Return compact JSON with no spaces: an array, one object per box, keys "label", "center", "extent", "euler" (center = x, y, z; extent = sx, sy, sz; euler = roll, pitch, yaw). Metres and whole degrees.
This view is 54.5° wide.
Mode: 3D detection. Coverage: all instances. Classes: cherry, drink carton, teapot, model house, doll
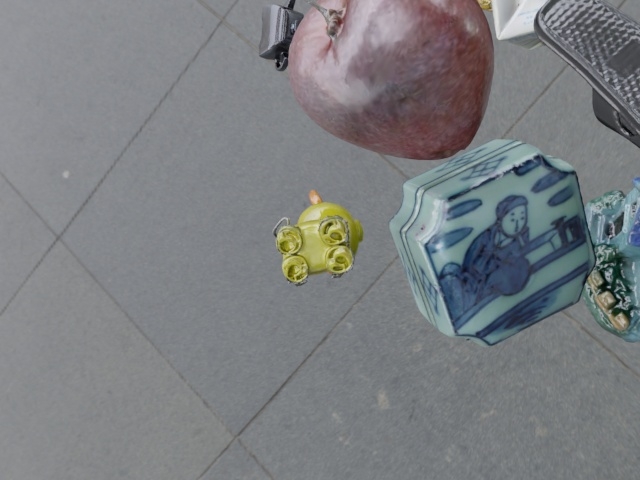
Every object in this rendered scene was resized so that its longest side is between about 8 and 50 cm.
[{"label":"cherry","center":[0.101,-0.227,0.809],"extent":[0.261,0.307,0.221],"euler":[-21,41,47]},{"label":"drink carton","center":[0.380,-0.447,1.078],"extent":[0.132,0.325,0.194],"euler":[-5,100,28]},{"label":"teapot","center":[-0.076,-0.470,1.398],"extent":[0.096,0.087,0.177],"euler":[4,88,57]},{"label":"model house","center":[0.648,0.025,1.132],"extent":[0.252,0.329,0.294],"euler":[14,76,6]},{"label":"doll","center":[0.000,0.000,0.960],"extent":[0.136,0.221,0.142],"euler":[-14,100,3]}]

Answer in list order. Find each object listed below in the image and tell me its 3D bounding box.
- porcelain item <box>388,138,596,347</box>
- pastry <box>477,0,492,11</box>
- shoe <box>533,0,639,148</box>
[{"label":"porcelain item","center":[0.274,0.005,0.984],"extent":[0.282,0.157,0.285],"euler":[-24,111,-10]},{"label":"pastry","center":[0.493,-0.673,1.684],"extent":[0.250,0.102,0.154],"euler":[11,100,9]},{"label":"shoe","center":[0.210,-0.107,0.425],"extent":[0.062,0.053,0.159],"euler":[-38,72,-3]}]
